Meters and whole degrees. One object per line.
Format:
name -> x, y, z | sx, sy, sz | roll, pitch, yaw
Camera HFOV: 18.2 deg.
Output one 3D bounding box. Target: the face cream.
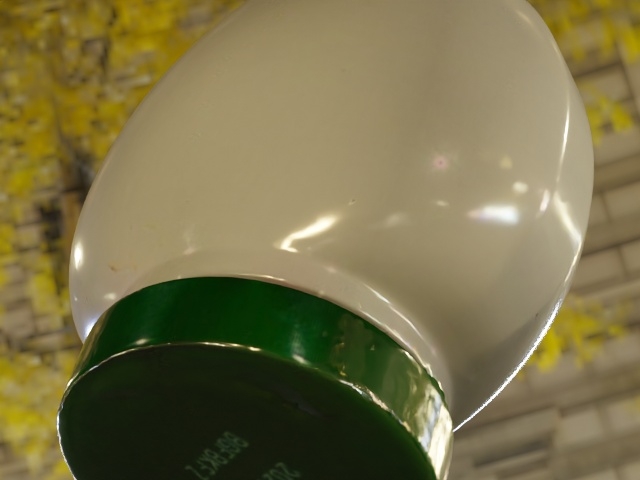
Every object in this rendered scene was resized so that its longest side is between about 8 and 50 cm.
face cream -> 0.000, 0.000, 1.156 | 0.312, 0.357, 0.219 | -8, -49, 27
